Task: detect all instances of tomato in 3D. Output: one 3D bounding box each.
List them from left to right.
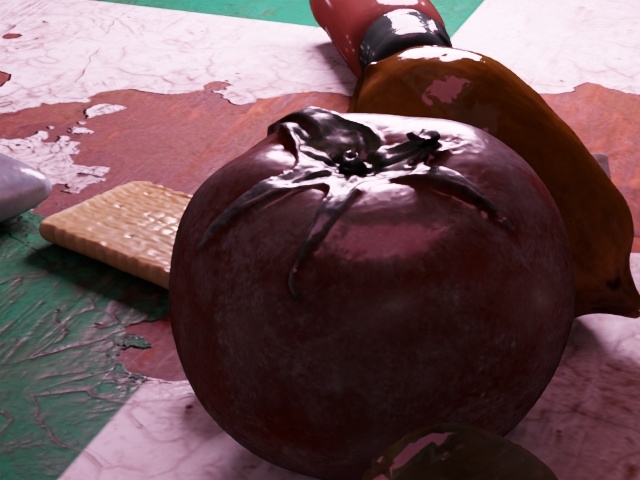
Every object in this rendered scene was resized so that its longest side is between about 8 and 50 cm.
[{"bbox_3d":[0.041,0.036,1.209,0.317,0.282,0.316,-5,29,3],"label":"tomato"}]

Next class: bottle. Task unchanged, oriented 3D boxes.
[{"bbox_3d":[0.084,-0.273,2.016,0.144,0.144,0.336,-5,29,-11],"label":"bottle"}]

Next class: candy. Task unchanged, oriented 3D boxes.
[{"bbox_3d":[-0.387,-0.064,1.648,0.138,0.071,0.174,-24,34,-39],"label":"candy"}]

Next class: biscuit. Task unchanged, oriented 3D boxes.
[{"bbox_3d":[-0.149,0.001,1.565,0.250,0.030,0.160,19,31,34],"label":"biscuit"}]

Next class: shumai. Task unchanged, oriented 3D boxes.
[{"bbox_3d":[0.076,0.227,1.023,0.201,0.201,0.120,-10,-13,-20],"label":"shumai"}]

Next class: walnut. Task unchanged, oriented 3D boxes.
[{"bbox_3d":[0.161,-0.038,1.424,0.336,0.209,0.209,41,37,7],"label":"walnut"}]

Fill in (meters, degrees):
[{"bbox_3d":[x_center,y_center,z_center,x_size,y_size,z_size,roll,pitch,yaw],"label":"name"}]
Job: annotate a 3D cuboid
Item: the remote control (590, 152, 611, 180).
[{"bbox_3d":[0.157,-0.030,1.565,0.277,0.055,0.103,-2,61,-3],"label":"remote control"}]
